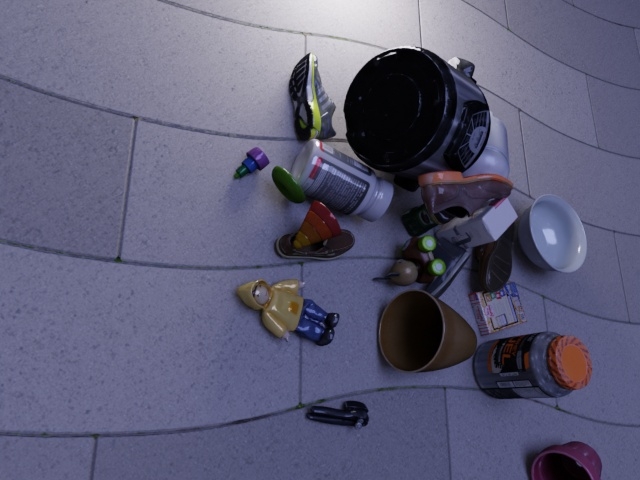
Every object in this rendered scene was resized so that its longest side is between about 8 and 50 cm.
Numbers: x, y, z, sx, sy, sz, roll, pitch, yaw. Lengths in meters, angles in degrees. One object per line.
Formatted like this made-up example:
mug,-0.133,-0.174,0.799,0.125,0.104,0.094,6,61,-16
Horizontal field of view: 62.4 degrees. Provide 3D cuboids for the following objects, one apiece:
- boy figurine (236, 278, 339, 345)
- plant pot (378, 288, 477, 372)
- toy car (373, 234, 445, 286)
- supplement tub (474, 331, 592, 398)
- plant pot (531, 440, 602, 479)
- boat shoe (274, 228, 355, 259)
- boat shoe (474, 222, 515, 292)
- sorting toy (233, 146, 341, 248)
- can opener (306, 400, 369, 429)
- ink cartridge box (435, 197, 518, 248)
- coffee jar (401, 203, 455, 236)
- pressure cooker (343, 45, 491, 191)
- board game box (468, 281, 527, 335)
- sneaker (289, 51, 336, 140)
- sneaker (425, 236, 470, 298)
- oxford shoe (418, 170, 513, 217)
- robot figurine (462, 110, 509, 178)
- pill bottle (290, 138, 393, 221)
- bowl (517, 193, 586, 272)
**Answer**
boy figurine,-0.088,0.176,1.428,0.285,0.092,0.177,32,64,-20
plant pot,0.343,0.287,1.570,0.254,0.237,0.237,20,65,-38
toy car,0.256,0.080,1.622,0.188,0.155,0.149,-19,84,-19
supplement tub,0.648,0.387,1.630,0.193,0.316,0.194,10,69,-27
plant pot,0.803,0.737,1.689,0.180,0.201,0.201,-9,78,-47
boat shoe,0.002,0.008,1.526,0.257,0.095,0.095,-9,79,-31
boat shoe,0.597,0.055,1.838,0.110,0.104,0.307,41,57,-22
sorting toy,-0.109,-0.106,1.465,0.126,0.127,0.365,-42,73,-13
can opener,0.050,0.477,1.435,0.186,0.073,0.059,8,109,-23
ink cartridge box,0.514,-0.049,1.754,0.158,0.218,0.092,-38,99,-32
coffee jar,0.349,-0.081,1.693,0.079,0.184,0.096,-28,89,-32
pressure cooker,0.319,-0.372,1.631,0.420,0.370,0.376,3,69,-54
board game box,0.612,0.232,1.819,0.193,0.045,0.147,-9,79,-31
sneaker,-0.019,-0.447,1.670,0.121,0.111,0.300,6,75,-40
sneaker,0.379,0.097,1.728,0.118,0.083,0.222,36,74,23
oxford shoe,0.444,-0.131,1.600,0.363,0.130,0.133,-2,85,-29
robot figurine,0.550,-0.298,1.843,0.300,0.199,0.353,61,32,-48
pill bottle,0.063,-0.171,1.579,0.283,0.161,0.161,25,64,-20
bowl,0.835,-0.011,1.968,0.298,0.134,0.298,9,70,-27
